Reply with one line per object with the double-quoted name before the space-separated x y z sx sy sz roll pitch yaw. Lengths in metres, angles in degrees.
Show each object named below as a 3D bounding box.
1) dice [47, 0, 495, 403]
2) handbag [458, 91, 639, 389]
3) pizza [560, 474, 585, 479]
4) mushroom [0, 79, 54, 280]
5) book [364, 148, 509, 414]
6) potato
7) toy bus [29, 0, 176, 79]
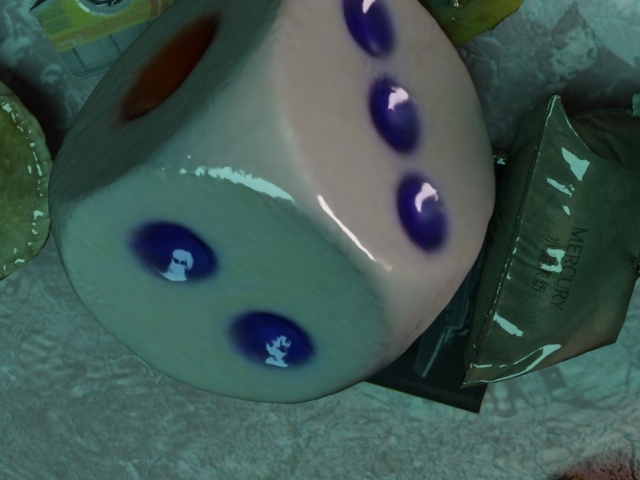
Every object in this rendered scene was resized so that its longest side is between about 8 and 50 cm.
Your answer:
"dice" -0.033 -0.050 1.055 0.243 0.259 0.251 -24 124 37
"handbag" 0.213 -0.003 1.144 0.117 0.182 0.270 36 124 40
"pizza" 0.210 0.321 1.303 0.305 0.161 0.085 -32 125 26
"mushroom" -0.381 -0.014 1.215 0.233 0.302 0.208 25 153 16
"book" 0.000 0.000 1.261 0.373 0.028 0.263 15 119 6
"potato" 0.092 -0.201 1.108 0.188 0.085 0.105 -32 102 30
"toy bus" -0.109 -0.219 1.148 0.268 0.092 0.106 -15 120 20
